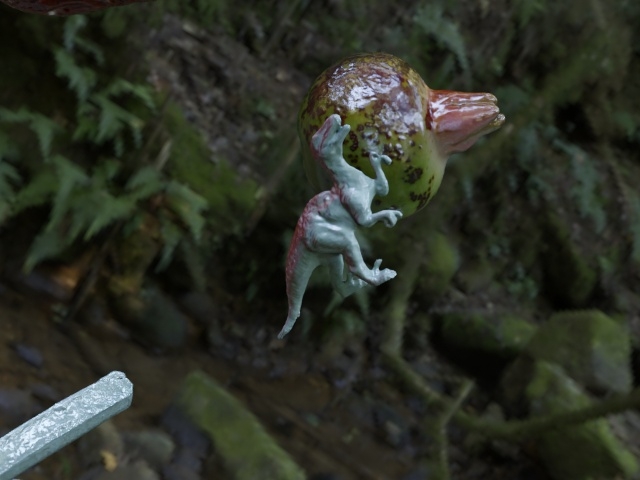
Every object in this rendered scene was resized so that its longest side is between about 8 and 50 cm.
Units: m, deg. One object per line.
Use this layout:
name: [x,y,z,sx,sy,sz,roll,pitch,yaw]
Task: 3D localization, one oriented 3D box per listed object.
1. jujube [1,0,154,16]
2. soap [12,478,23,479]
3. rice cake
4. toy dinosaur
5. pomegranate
jujube: [-0.223,-0.284,1.240,0.236,0.168,0.168,15,7,14]
soap: [-0.358,0.294,1.518,0.149,0.056,0.100,14,-16,-18]
rice cake: [-0.211,0.148,0.999,0.170,0.033,0.029,-30,70,-30]
toy dinosaur: [0.000,0.000,1.474,0.167,0.242,0.053,42,27,-3]
pomegranate: [0.096,-0.129,1.613,0.214,0.247,0.214,-12,90,-73]
